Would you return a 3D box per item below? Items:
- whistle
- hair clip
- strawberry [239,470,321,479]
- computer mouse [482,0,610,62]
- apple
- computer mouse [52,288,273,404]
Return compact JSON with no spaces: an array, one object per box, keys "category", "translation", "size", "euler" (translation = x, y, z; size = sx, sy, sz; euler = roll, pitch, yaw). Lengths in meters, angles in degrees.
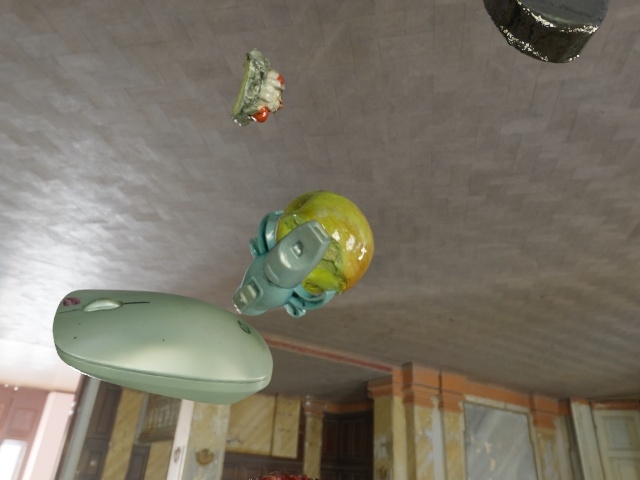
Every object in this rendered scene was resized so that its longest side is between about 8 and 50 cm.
[{"category":"whistle","translation":[-0.074,0.057,0.814],"size":[0.093,0.186,0.274],"euler":[-19,161,-48]},{"category":"hair clip","translation":[-0.115,-0.287,0.898],"size":[0.091,0.321,0.139],"euler":[16,107,-13]},{"category":"strawberry","translation":[-0.074,0.406,0.552],"size":[0.274,0.274,0.220],"euler":[21,168,-30]},{"category":"computer mouse","translation":[0.312,-0.384,0.660],"size":[0.168,0.296,0.087],"euler":[10,168,-13]},{"category":"apple","translation":[0.000,0.000,1.114],"size":[0.246,0.246,0.226],"euler":[-12,123,27]},{"category":"computer mouse","translation":[-0.189,0.124,0.612],"size":[0.288,0.159,0.097],"euler":[27,105,-28]}]
